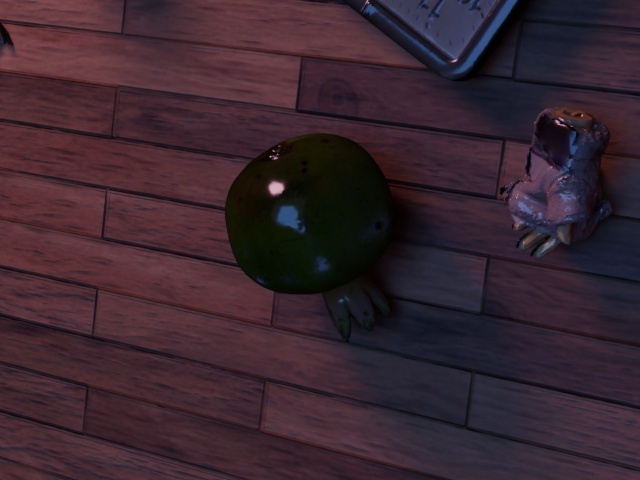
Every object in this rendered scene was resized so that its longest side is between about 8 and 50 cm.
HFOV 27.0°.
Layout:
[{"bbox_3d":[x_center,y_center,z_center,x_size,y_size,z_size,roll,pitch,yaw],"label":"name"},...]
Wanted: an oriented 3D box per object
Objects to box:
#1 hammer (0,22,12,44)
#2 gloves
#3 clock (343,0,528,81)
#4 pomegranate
[{"bbox_3d":[-0.432,-0.194,1.710,0.062,0.017,0.182,16,102,26],"label":"hammer"},{"bbox_3d":[0.241,-0.060,1.325,0.110,0.094,0.144,47,132,26],"label":"gloves"},{"bbox_3d":[0.127,-0.345,1.389,0.273,0.049,0.278,42,111,20],"label":"clock"},{"bbox_3d":[0.001,-0.001,1.421,0.187,0.187,0.225,-16,110,27],"label":"pomegranate"}]
